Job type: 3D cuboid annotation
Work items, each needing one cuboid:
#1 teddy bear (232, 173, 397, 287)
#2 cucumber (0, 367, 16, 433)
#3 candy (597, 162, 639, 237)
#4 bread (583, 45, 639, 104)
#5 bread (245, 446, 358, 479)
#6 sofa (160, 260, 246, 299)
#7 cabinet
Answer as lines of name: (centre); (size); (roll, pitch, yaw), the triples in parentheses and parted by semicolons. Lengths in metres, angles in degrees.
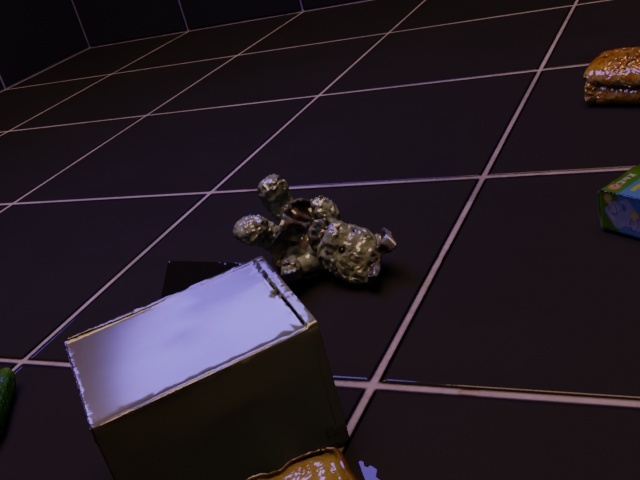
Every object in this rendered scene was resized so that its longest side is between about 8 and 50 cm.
teddy bear: (-0.004, 0.008, 1.042); (0.213, 0.111, 0.133); (23, 62, 18)
cucumber: (-0.379, 0.197, 0.920); (0.037, 0.037, 0.155); (-17, 24, -3)
candy: (0.430, -0.036, 0.914); (0.097, 0.062, 0.194); (-30, 29, -26)
bread: (0.543, -0.271, 1.308); (0.211, 0.083, 0.114); (7, 37, 41)
bread: (-0.011, 0.257, 0.544); (0.161, 0.088, 0.233); (-26, 30, -10)
sofa: (-0.131, 0.073, 1.016); (0.147, 0.060, 0.085); (0, 73, 31)
cabinet: (-0.106, 0.143, 0.746); (0.206, 0.150, 0.145); (-23, 32, -15)
